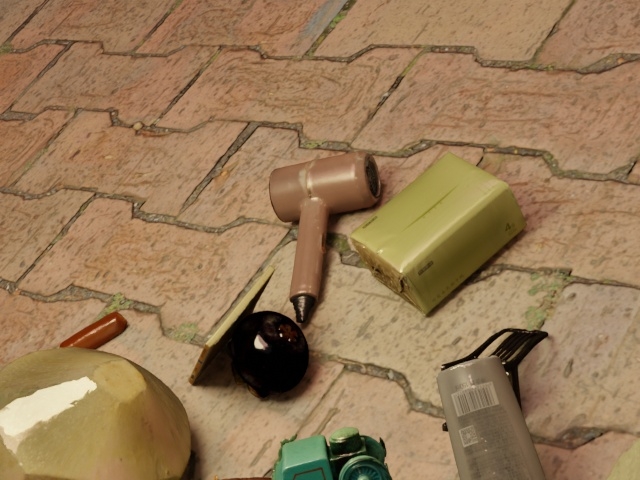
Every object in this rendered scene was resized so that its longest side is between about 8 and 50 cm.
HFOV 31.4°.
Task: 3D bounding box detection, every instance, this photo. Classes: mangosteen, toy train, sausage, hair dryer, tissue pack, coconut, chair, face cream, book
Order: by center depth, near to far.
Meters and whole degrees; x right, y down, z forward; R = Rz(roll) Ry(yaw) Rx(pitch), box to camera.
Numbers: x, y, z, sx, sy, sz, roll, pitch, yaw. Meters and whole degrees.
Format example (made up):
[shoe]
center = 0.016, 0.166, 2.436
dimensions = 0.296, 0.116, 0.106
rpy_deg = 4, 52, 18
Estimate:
[face cream]
center = 0.224, 0.286, 1.440
dimensions = 0.107, 0.073, 0.269
rpy_deg = -22, 70, 17
[toy train]
center = 0.022, 0.350, 1.495
dimensions = 0.163, 0.203, 0.112
rpy_deg = -15, 9, 1
[chair]
center = 0.256, 0.198, 1.620
dimensions = 0.084, 0.101, 0.212
rpy_deg = 4, 13, 34
[coconut]
center = -0.366, 0.307, 1.711
dimensions = 0.353, 0.352, 0.352
rpy_deg = -18, 40, 16
[mangosteen]
center = -0.091, 0.186, 1.815
dimensions = 0.151, 0.137, 0.137
rpy_deg = -40, 30, 34
[tissue pack]
center = 0.189, -0.014, 1.841
dimensions = 0.234, 0.125, 0.159
rpy_deg = -40, 39, -10
[book]
center = -0.147, 0.140, 1.842
dimensions = 0.018, 0.241, 0.170
rpy_deg = 38, 66, 2
[hair dryer]
center = 0.000, 0.000, 1.992
dimensions = 0.189, 0.107, 0.344
rpy_deg = -10, 52, 21
[sausage]
center = -0.416, 0.175, 2.093
dimensions = 0.131, 0.039, 0.041
rpy_deg = -30, 31, -1

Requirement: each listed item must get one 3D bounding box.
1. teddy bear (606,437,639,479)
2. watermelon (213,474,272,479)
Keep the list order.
[teddy bear]
center = 0.561, 0.311, 1.261
dimensions = 0.362, 0.375, 0.327
rpy_deg = 31, 38, 1
[watermelon]
center = -0.063, 0.359, 1.587
dimensions = 0.245, 0.119, 0.063
rpy_deg = 3, 47, 1
